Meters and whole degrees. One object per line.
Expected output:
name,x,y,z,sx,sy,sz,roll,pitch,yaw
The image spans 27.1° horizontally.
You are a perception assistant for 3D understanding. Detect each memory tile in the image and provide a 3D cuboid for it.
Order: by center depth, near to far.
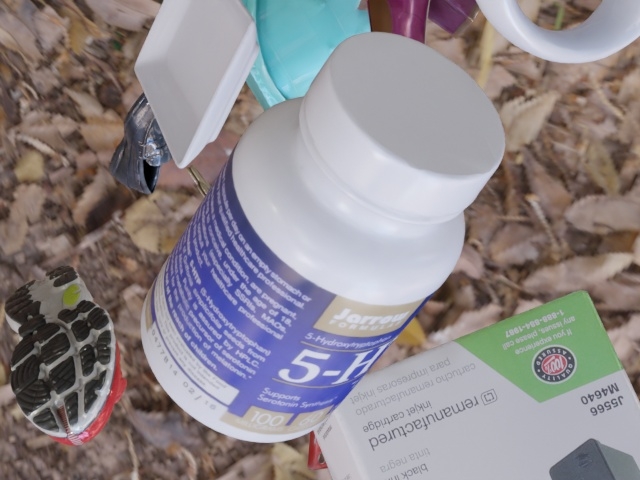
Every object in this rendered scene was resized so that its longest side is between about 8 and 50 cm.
memory tile,-0.132,-0.035,1.835,0.012,0.113,0.148,-34,142,1

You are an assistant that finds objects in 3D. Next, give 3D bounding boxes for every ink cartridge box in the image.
ink cartridge box,0.138,0.201,0.892,0.198,0.115,0.273,-20,75,-13

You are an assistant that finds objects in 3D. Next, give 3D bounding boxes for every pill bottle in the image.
pill bottle,0.000,0.000,0.605,0.112,0.112,0.187,14,136,-22

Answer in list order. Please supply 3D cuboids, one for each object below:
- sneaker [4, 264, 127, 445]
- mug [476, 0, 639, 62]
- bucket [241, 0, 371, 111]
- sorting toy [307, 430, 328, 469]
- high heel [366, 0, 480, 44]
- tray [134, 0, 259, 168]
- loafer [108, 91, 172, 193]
sneaker,-0.223,0.118,1.259,0.107,0.279,0.118,-32,117,0
mug,0.261,-0.308,1.033,0.328,0.276,0.374,21,108,-44
bucket,-0.038,-0.294,1.831,0.183,0.281,0.281,-33,113,-2
sorting toy,0.035,0.294,1.278,0.132,0.046,0.275,8,87,-49
high heel,0.053,-0.223,1.568,0.181,0.127,0.377,33,59,-5
tray,-0.111,-0.173,1.208,0.030,0.270,0.145,21,108,-25
loafer,-0.235,-0.143,1.854,0.078,0.223,0.076,36,53,3
